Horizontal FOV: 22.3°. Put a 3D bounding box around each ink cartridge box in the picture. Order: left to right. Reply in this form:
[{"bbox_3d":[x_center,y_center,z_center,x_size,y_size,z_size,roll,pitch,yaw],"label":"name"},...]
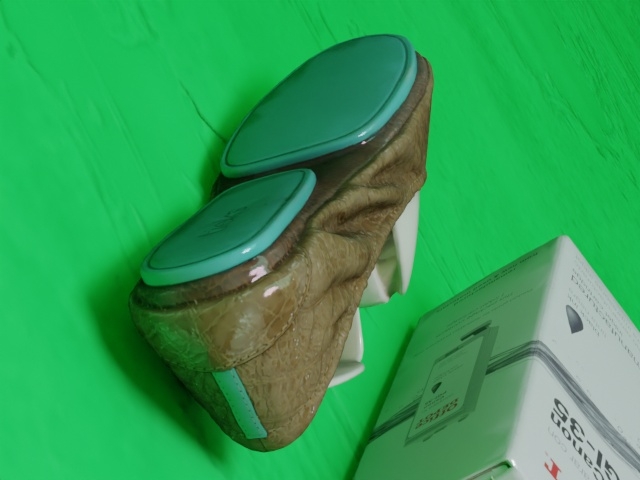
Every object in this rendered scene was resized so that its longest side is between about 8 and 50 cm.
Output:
[{"bbox_3d":[0.131,0.151,0.873,0.207,0.117,0.283,53,23,-10],"label":"ink cartridge box"}]

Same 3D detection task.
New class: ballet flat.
[{"bbox_3d":[0.000,0.000,0.846,0.342,0.116,0.124,-64,138,-63],"label":"ballet flat"}]

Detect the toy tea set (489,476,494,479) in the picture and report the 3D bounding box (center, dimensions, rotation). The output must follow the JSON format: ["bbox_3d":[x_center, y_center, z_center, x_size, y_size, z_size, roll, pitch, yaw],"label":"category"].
[{"bbox_3d":[0.040,0.228,0.619,0.200,0.124,0.336,-65,146,-25],"label":"toy tea set"}]
